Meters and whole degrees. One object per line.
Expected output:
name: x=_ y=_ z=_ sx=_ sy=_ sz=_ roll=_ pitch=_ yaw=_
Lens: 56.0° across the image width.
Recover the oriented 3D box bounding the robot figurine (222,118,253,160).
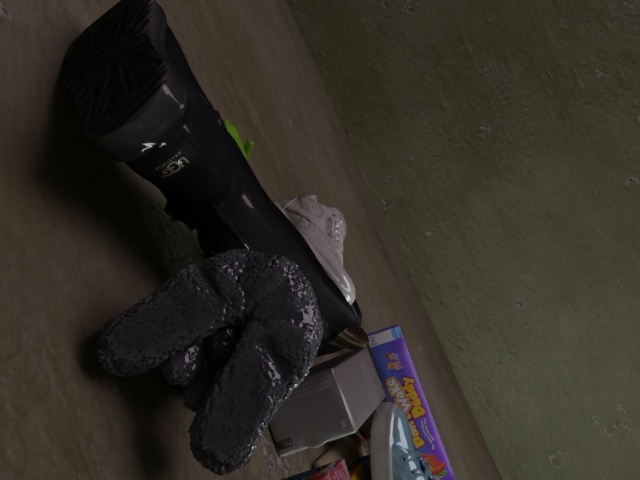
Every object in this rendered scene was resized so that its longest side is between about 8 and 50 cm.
robot figurine: x=-0.169 y=-0.158 z=1.068 sx=0.101 sy=0.067 sz=0.115 roll=-5 pitch=69 yaw=-46

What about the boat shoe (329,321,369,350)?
boat shoe: x=-0.004 y=0.154 z=1.059 sx=0.190 sy=0.072 sz=0.068 roll=30 pitch=16 yaw=-20

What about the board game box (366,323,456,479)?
board game box: x=0.187 y=0.379 z=1.319 sx=0.233 sy=0.078 sz=0.347 roll=80 pitch=-8 yaw=-69

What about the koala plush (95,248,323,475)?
koala plush: x=-0.102 y=0.116 z=0.677 sx=0.196 sy=0.203 sz=0.221 roll=44 pitch=-15 yaw=4

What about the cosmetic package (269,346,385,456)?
cosmetic package: x=0.012 y=0.247 z=0.953 sx=0.238 sy=0.127 sz=0.107 roll=19 pitch=50 yaw=-73

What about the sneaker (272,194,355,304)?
sneaker: x=0.000 y=0.000 z=1.082 sx=0.305 sy=0.152 sz=0.114 roll=51 pitch=-26 yaw=45

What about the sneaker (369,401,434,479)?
sneaker: x=0.177 y=0.444 z=0.985 sx=0.135 sy=0.150 sz=0.365 roll=28 pitch=51 yaw=-71

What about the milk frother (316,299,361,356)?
milk frother: x=-0.010 y=0.142 z=1.139 sx=0.143 sy=0.129 sz=0.134 roll=-7 pitch=67 yaw=-30

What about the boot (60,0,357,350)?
boot: x=-0.136 y=-0.084 z=0.831 sx=0.445 sy=0.146 sz=0.367 roll=49 pitch=12 yaw=-43

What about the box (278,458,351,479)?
box: x=0.000 y=0.395 z=0.664 sx=0.256 sy=0.128 sz=0.122 roll=69 pitch=15 yaw=11

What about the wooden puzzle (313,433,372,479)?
wooden puzzle: x=0.077 y=0.456 z=1.007 sx=0.238 sy=0.044 sz=0.221 roll=68 pitch=15 yaw=10

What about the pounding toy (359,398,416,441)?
pounding toy: x=0.108 y=0.360 z=1.154 sx=0.130 sy=0.100 sz=0.141 roll=35 pitch=-13 yaw=45
